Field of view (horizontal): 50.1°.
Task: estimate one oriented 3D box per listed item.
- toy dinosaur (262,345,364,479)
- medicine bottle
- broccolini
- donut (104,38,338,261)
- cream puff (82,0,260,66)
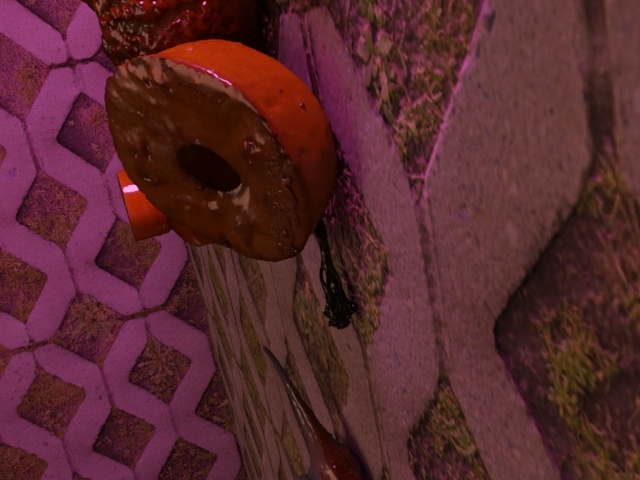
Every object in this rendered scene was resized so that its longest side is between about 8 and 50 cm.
[{"bbox_3d":[0.006,0.337,1.043,0.205,0.092,0.393,164,91,-74],"label":"toy dinosaur"},{"bbox_3d":[-0.168,-0.076,0.978,0.149,0.222,0.112,-122,22,-45],"label":"medicine bottle"},{"bbox_3d":[-0.001,0.000,0.823,0.044,0.042,0.218,150,105,-73],"label":"broccolini"},{"bbox_3d":[-0.100,-0.101,0.762,0.277,0.108,0.278,25,140,23],"label":"donut"},{"bbox_3d":[-0.199,-0.325,0.860,0.303,0.212,0.303,162,90,-73],"label":"cream puff"}]
